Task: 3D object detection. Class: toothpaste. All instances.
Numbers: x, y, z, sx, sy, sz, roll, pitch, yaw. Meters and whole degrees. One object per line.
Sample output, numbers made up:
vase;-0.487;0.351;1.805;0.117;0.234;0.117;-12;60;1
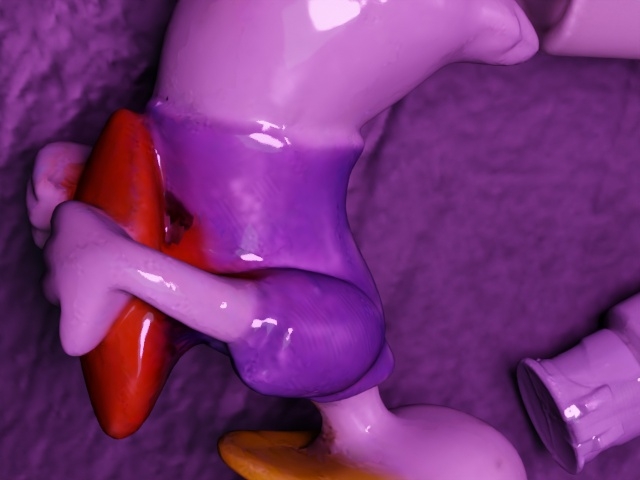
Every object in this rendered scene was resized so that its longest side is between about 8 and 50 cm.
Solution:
toothpaste;0.195;0.025;0.731;0.234;0.057;0.089;-23;107;-10

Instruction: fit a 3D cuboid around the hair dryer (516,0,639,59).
hair dryer;0.181;-0.244;0.641;0.203;0.128;0.362;1;95;-8

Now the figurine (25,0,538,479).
figurine;-0.006;-0.003;0.642;0.193;0.154;0.421;-16;105;-9
